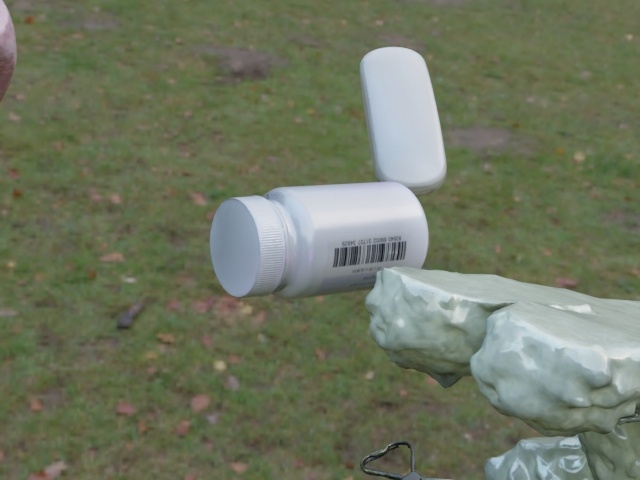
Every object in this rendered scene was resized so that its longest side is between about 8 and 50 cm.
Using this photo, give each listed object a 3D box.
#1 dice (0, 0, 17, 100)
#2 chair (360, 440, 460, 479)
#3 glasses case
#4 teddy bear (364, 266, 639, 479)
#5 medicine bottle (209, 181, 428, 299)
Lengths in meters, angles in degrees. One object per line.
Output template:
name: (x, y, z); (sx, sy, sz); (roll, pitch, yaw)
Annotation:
dice: (-0.265, -0.129, 0.722); (0.094, 0.093, 0.091); (-15, 61, -47)
chair: (0.032, 0.396, 1.221); (0.325, 0.170, 0.159); (-32, 30, -23)
glasses case: (0.089, -0.134, 1.199); (0.081, 0.051, 0.204); (-3, 55, -2)
teddy bear: (0.208, 0.222, 0.735); (0.375, 0.362, 0.327); (5, 7, -29)
medicine bottle: (0.000, 0.000, 1.003); (0.186, 0.103, 0.102); (-6, 25, -35)
